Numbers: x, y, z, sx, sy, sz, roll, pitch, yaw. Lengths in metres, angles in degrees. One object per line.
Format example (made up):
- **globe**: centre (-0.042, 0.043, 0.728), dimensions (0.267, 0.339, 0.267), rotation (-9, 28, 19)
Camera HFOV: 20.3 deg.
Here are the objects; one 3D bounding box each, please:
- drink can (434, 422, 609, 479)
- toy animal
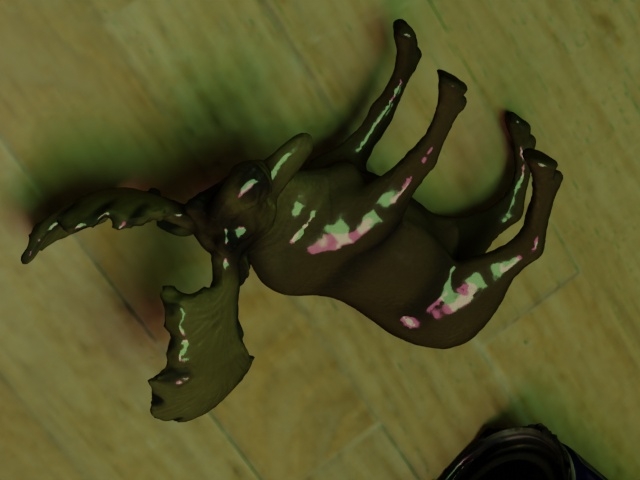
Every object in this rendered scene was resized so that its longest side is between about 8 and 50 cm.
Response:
- **drink can**: centre (0.157, 0.190, 0.913), dimensions (0.097, 0.097, 0.235), rotation (-48, 122, 2)
- **toy animal**: centre (0.000, 0.000, 0.765), dimensions (0.214, 0.093, 0.186), rotation (32, 105, -39)
